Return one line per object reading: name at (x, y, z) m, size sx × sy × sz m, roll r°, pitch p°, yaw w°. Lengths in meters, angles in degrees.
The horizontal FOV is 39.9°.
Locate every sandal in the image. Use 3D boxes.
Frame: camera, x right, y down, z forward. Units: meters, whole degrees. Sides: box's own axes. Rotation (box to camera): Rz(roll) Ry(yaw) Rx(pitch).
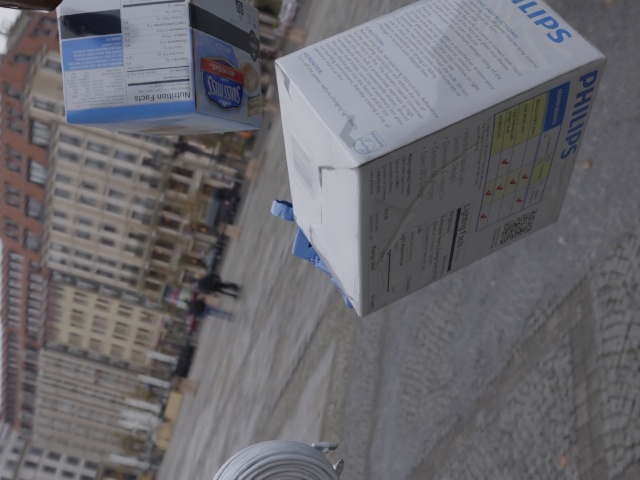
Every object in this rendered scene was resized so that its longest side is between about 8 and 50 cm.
sandal at (0.000, 0.000, 1.827) m, size 0.126 × 0.138 × 0.317 m, roll -111°, pitch -4°, yaw -86°

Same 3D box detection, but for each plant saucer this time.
plant saucer at (-0.440, -0.339, 1.219) m, size 0.168 × 0.168 × 0.029 m, roll -115°, pitch 30°, yaw -79°

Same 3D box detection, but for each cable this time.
cable at (-0.077, 0.485, 1.575) m, size 0.089 × 0.257 × 0.257 m, roll -160°, pitch 80°, yaw -67°

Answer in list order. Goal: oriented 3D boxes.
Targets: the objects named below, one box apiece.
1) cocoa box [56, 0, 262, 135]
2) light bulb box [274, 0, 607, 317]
cocoa box at (-0.256, -0.302, 1.493) m, size 0.347 × 0.231 × 0.228 m, roll -13°, pitch -80°, yaw -76°
light bulb box at (0.156, -0.130, 1.240) m, size 0.225 × 0.361 × 0.358 m, roll 56°, pitch 163°, yaw 31°
